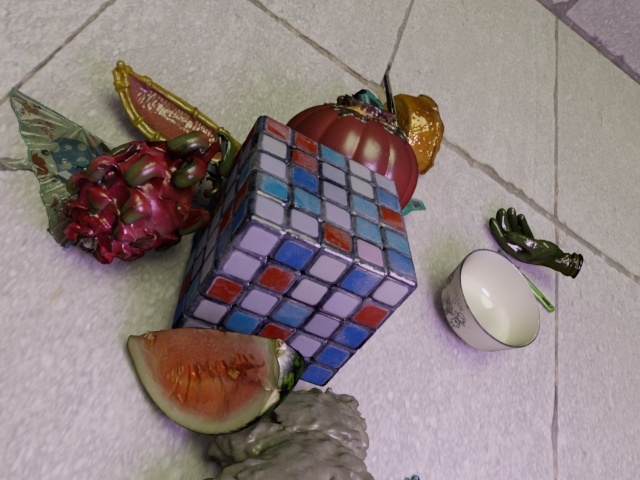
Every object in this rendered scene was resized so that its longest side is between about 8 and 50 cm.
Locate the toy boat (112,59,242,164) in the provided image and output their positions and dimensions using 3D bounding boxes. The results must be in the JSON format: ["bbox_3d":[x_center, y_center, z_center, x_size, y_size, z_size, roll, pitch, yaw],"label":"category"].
[{"bbox_3d":[-0.272,-0.224,1.192,0.318,0.099,0.141,34,51,-16],"label":"toy boat"}]

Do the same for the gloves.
[{"bbox_3d":[0.563,0.015,1.606,0.268,0.107,0.135,35,14,5],"label":"gloves"}]

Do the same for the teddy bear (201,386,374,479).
[{"bbox_3d":[-0.021,0.372,0.913,0.358,0.224,0.367,26,22,5],"label":"teddy bear"}]

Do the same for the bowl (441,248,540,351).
[{"bbox_3d":[0.366,0.151,1.366,0.238,0.126,0.237,18,52,-25],"label":"bowl"}]

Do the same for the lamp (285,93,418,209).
[{"bbox_3d":[0.055,-0.162,1.257,0.303,0.256,0.303,20,14,-5],"label":"lamp"}]

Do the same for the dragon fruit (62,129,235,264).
[{"bbox_3d":[-0.276,-0.073,0.978,0.218,0.273,0.198,46,31,-38],"label":"dragon fruit"}]

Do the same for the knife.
[{"bbox_3d":[0.536,0.113,1.587,0.212,0.015,0.054,47,46,0],"label":"knife"}]

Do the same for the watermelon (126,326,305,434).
[{"bbox_3d":[-0.155,0.221,0.899,0.159,0.304,0.128,51,48,-41],"label":"watermelon"}]

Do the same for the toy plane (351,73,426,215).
[{"bbox_3d":[0.143,-0.231,1.466,0.155,0.106,0.381,-4,67,-24],"label":"toy plane"}]

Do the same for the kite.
[{"bbox_3d":[-0.473,-0.131,1.046,0.314,0.011,0.335,-9,66,-39],"label":"kite"}]

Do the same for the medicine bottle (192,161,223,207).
[{"bbox_3d":[-0.201,-0.101,1.152,0.183,0.086,0.086,23,50,-29],"label":"medicine bottle"}]

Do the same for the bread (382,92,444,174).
[{"bbox_3d":[0.241,-0.293,1.577,0.143,0.139,0.228,3,58,-25],"label":"bread"}]

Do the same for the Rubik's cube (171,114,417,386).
[{"bbox_3d":[-0.046,0.022,1.015,0.287,0.293,0.291,23,37,-20],"label":"Rubik's cube"}]

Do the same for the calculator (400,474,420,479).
[{"bbox_3d":[0.178,0.494,1.080,0.094,0.019,0.141,2,59,-35],"label":"calculator"}]
